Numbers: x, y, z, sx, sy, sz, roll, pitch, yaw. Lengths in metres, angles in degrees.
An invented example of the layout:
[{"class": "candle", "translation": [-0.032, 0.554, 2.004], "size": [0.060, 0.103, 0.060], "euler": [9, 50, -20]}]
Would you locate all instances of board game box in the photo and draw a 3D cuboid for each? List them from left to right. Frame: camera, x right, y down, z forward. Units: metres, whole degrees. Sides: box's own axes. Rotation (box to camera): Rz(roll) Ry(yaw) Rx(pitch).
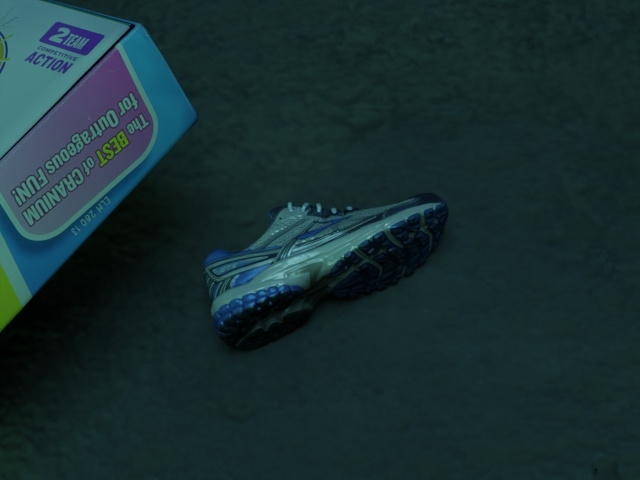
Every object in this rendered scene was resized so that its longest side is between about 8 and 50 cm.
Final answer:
[{"class": "board game box", "translation": [-0.246, 0.000, 0.606], "size": [0.242, 0.064, 0.316], "euler": [23, 64, 41]}]

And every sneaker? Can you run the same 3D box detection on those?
[{"class": "sneaker", "translation": [0.000, 0.000, 0.646], "size": [0.135, 0.052, 0.058], "euler": [-24, 59, -9]}]

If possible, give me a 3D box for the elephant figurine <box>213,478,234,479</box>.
[{"class": "elephant figurine", "translation": [-0.145, 0.176, 0.520], "size": [0.239, 0.186, 0.169], "euler": [0, 92, 14]}]
